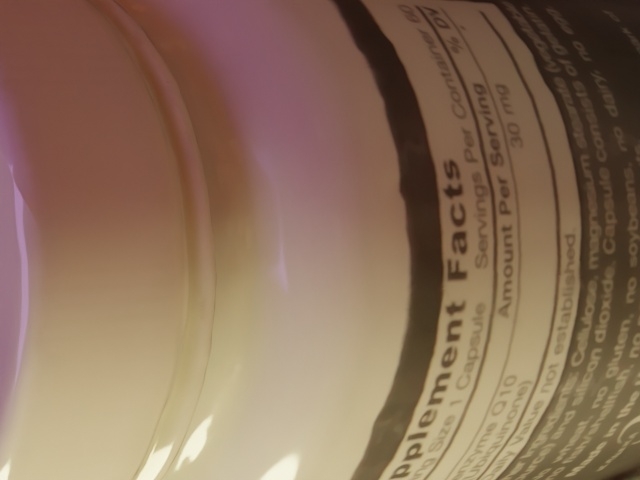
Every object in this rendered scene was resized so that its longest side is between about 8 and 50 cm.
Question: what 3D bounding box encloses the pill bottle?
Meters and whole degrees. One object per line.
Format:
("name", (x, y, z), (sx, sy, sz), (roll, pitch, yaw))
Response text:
("pill bottle", (0.000, 0.000, 0.629), (0.204, 0.361, 0.204), (2, 93, 46))
